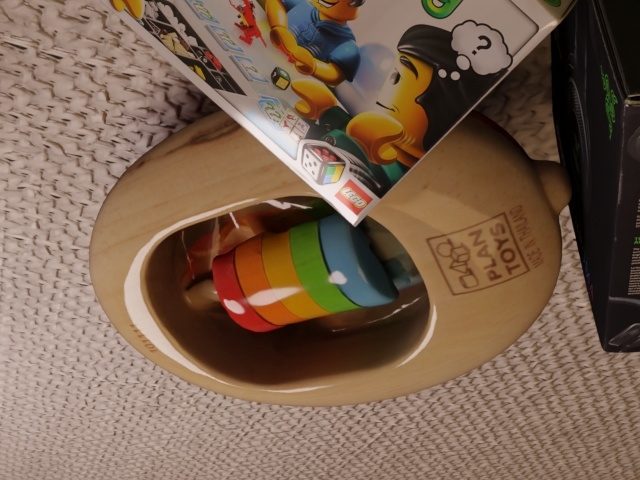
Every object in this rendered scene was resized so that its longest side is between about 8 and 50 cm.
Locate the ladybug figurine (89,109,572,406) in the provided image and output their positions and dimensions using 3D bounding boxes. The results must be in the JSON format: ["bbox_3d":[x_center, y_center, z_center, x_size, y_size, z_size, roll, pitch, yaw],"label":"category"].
[{"bbox_3d":[0.000,0.000,0.699,0.449,0.162,0.305,-13,121,29],"label":"ladybug figurine"}]

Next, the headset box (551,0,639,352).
[{"bbox_3d":[0.229,-0.102,0.506,0.131,0.247,0.283,-8,145,12],"label":"headset box"}]

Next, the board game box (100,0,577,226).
[{"bbox_3d":[-0.032,-0.170,0.459,0.305,0.053,0.193,41,134,-3],"label":"board game box"}]
